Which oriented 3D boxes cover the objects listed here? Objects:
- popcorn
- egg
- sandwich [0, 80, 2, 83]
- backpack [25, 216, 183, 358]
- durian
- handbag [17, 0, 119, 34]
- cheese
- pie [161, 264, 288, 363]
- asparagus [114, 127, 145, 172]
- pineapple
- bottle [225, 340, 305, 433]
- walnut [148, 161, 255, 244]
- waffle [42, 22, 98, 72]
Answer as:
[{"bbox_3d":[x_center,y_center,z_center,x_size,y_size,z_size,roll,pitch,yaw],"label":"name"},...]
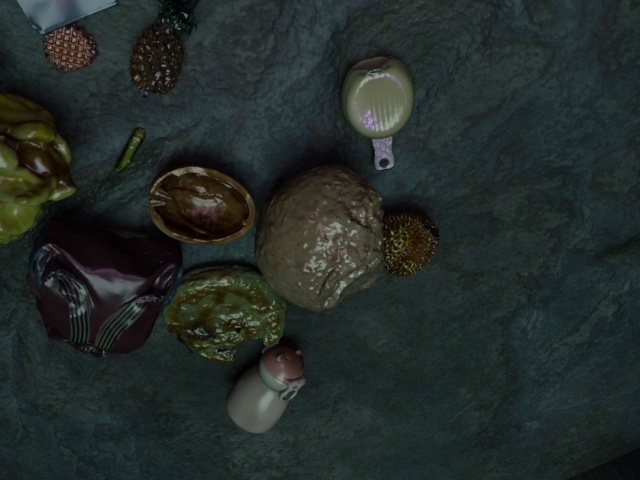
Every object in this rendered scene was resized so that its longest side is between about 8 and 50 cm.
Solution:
[{"bbox_3d":[-0.525,-0.121,0.950,0.255,0.256,0.195,1,162,43],"label":"popcorn"},{"bbox_3d":[0.000,0.000,1.117,0.279,0.279,0.310,5,141,-14],"label":"egg"},{"bbox_3d":[-0.644,-0.330,0.848,0.292,0.109,0.212,-6,121,-9],"label":"sandwich"},{"bbox_3d":[-0.449,0.119,1.164,0.283,0.197,0.317,14,124,-22],"label":"backpack"},{"bbox_3d":[0.177,0.004,1.232,0.158,0.137,0.168,8,137,-41],"label":"durian"},{"bbox_3d":[-0.409,-0.436,0.841,0.144,0.057,0.221,-22,127,-2],"label":"handbag"},{"bbox_3d":[0.113,-0.230,1.080,0.137,0.064,0.227,-10,127,2],"label":"cheese"},{"bbox_3d":[-0.220,0.172,1.330,0.303,0.067,0.302,-4,129,-5],"label":"pie"},{"bbox_3d":[-0.360,-0.164,1.074,0.025,0.021,0.108,26,119,-27],"label":"asparagus"},{"bbox_3d":[-0.260,-0.331,0.924,0.103,0.083,0.221,15,121,-21],"label":"pineapple"},{"bbox_3d":[-0.126,0.359,1.442,0.148,0.147,0.236,23,117,-25],"label":"bottle"},{"bbox_3d":[-0.233,-0.079,1.120,0.211,0.087,0.167,20,115,-25],"label":"walnut"},{"bbox_3d":[-0.412,-0.318,0.941,0.083,0.029,0.075,-22,131,3],"label":"waffle"}]
